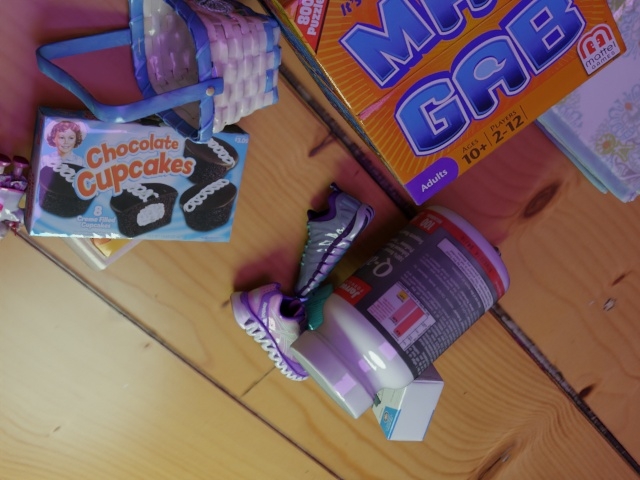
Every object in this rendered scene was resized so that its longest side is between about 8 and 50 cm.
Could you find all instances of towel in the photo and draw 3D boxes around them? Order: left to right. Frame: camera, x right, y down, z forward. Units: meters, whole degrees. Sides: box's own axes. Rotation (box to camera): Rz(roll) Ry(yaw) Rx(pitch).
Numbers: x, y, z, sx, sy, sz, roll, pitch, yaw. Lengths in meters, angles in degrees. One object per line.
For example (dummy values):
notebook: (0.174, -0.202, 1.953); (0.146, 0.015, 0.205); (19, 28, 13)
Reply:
towel: (0.547, -0.275, 1.730); (0.374, 0.090, 0.320); (36, 99, -34)

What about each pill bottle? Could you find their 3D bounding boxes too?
pill bottle: (0.136, 0.126, 1.691); (0.363, 0.210, 0.210); (-42, 127, -10)

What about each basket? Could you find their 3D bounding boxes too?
basket: (-0.221, -0.250, 1.348); (0.289, 0.255, 0.201); (-25, 132, -28)

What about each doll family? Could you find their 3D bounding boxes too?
doll family: (-0.560, -0.067, 1.422); (0.263, 0.118, 0.163); (4, 113, -44)

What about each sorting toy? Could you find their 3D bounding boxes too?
sorting toy: (-0.334, -0.064, 1.539); (0.208, 0.038, 0.193); (-35, 126, 2)

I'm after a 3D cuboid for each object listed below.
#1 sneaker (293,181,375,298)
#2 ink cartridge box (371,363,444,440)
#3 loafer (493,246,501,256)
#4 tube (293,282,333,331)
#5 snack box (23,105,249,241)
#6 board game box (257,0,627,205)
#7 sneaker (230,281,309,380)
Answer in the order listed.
sneaker: (0.000, 0.000, 1.705); (0.098, 0.083, 0.224); (39, 116, 2)
ink cartridge box: (0.148, 0.265, 1.834); (0.082, 0.191, 0.140); (5, 117, -22)
loafer: (0.283, 0.035, 1.840); (0.125, 0.045, 0.039); (-21, 118, -5)
tube: (0.009, 0.178, 1.819); (0.080, 0.052, 0.207); (-24, 120, -12)
snack box: (-0.279, -0.096, 1.489); (0.321, 0.060, 0.187); (2, 112, -29)
board game box: (0.130, -0.347, 1.351); (0.356, 0.356, 0.356); (-37, 126, 3)
sneaker: (-0.059, 0.159, 1.741); (0.104, 0.095, 0.236); (-32, 126, 9)
